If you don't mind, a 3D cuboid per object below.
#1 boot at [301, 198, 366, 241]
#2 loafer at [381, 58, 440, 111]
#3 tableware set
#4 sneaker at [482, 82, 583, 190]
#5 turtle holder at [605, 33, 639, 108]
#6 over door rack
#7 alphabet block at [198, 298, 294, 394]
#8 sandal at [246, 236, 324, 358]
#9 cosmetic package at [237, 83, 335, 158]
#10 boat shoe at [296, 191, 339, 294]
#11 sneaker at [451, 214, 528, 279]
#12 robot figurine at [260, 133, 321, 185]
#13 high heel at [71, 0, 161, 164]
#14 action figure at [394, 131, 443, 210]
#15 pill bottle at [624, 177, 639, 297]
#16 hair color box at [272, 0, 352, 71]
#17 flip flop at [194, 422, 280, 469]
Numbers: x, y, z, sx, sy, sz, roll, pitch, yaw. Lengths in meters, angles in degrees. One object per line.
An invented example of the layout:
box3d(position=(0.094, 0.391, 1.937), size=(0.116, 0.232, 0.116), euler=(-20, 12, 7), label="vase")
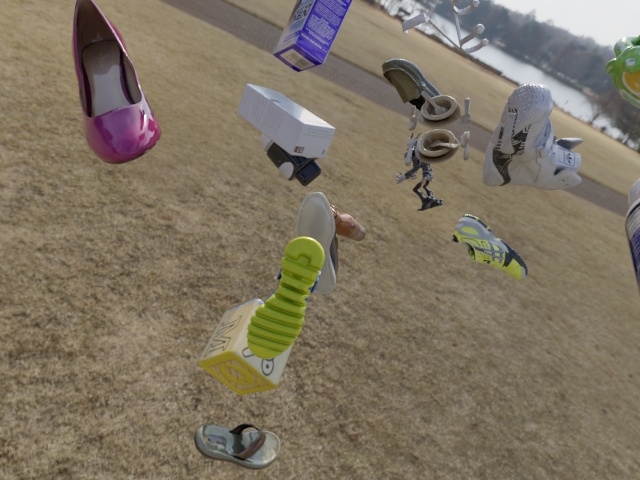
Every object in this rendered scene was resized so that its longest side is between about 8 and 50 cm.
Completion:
box3d(position=(-0.002, -0.079, 1.525), size=(0.283, 0.109, 0.220), euler=(27, -1, 45), label="boot")
box3d(position=(0.302, -0.507, 1.468), size=(0.251, 0.094, 0.088), euler=(26, 73, -26), label="loafer")
box3d(position=(0.240, -0.237, 0.905), size=(0.128, 0.039, 0.194), euler=(-2, 53, 22), label="tableware set")
box3d(position=(0.520, -0.227, 1.028), size=(0.210, 0.366, 0.138), euler=(9, 73, 9), label="sneaker")
box3d(position=(1.012, -0.511, 1.297), size=(0.320, 0.243, 0.228), euler=(34, 41, -44), label="turtle holder")
box3d(position=(0.303, -0.605, 1.069), size=(0.324, 0.108, 0.240), euler=(-10, 87, -44), label="over door rack")
box3d(position=(-0.217, 0.327, 1.348), size=(0.192, 0.193, 0.197), euler=(45, 43, -21), label="alphabet block")
box3d(position=(-0.077, 0.147, 1.102), size=(0.126, 0.318, 0.138), euler=(28, -2, 4), label="sandal")
box3d(position=(-0.085, -0.288, 1.063), size=(0.231, 0.086, 0.117), euler=(39, 28, 31), label="cosmetic package")
box3d(position=(0.000, 0.000, 1.331), size=(0.116, 0.325, 0.097), euler=(-2, 24, 13), label="boat shoe")
box3d(position=(0.738, 0.056, 1.948), size=(0.384, 0.147, 0.145), euler=(40, -4, -1), label="sneaker")
box3d(position=(-0.114, -0.355, 1.770), size=(0.278, 0.209, 0.173), euler=(50, 50, 0), label="robot figurine")
box3d(position=(-0.375, -0.278, 0.754), size=(0.127, 0.182, 0.377), euler=(-23, 45, -15), label="high heel")
box3d(position=(0.349, -0.244, 1.608), size=(0.164, 0.140, 0.276), euler=(-17, 91, -48), label="action figure")
box3d(position=(0.586, 0.002, 0.708), size=(0.153, 0.153, 0.265), euler=(27, 48, 0), label="pill bottle")
box3d(position=(0.002, -0.671, 1.261), size=(0.110, 0.339, 0.185), euler=(26, -1, -29), label="hair color box")
box3d(position=(-0.205, 0.529, 1.171), size=(0.277, 0.080, 0.112), euler=(33, 17, -37), label="flip flop")
